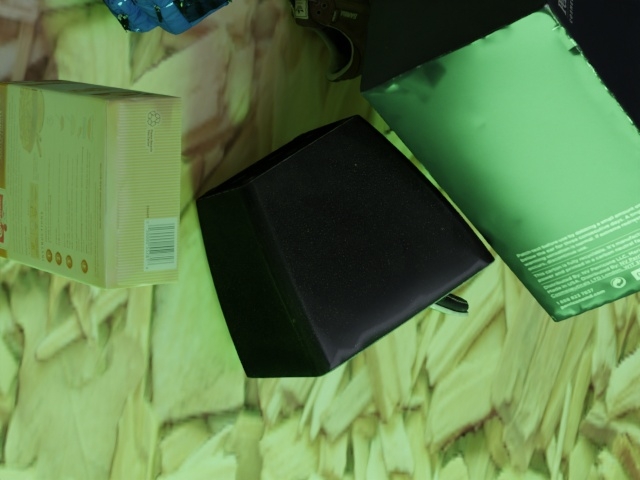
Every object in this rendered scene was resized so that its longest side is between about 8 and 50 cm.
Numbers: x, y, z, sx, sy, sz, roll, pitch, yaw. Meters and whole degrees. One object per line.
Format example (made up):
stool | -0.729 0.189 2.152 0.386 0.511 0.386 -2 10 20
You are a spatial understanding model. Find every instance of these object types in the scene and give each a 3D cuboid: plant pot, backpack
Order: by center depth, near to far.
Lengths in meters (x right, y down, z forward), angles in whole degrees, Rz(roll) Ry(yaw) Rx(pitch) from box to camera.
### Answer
backpack | -0.134 -0.223 1.518 0.101 0.098 0.120 -34 161 -2
plant pot | 0.000 0.000 1.632 0.188 0.187 0.167 -34 98 -21

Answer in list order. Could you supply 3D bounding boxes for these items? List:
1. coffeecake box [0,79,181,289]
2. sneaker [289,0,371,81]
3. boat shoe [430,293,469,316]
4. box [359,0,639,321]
coffeecake box | -0.185 -0.048 1.480 0.068 0.185 0.142 -6 102 -36
sneaker | 0.003 -0.223 1.668 0.071 0.066 0.188 -43 120 -23
boat shoe | 0.093 0.040 1.797 0.125 0.046 0.038 20 90 -29
box | 0.201 -0.169 1.659 0.312 0.179 0.343 48 32 -33
